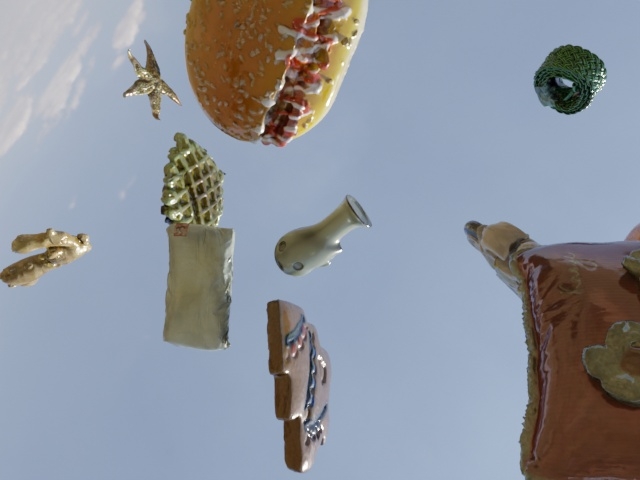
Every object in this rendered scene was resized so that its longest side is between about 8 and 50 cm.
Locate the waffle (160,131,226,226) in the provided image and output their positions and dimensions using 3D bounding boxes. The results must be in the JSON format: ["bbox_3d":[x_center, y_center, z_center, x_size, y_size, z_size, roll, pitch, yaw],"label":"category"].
[{"bbox_3d":[-0.266,-0.104,1.085,0.054,0.214,0.207,5,-105,21],"label":"waffle"}]

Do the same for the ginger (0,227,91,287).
[{"bbox_3d":[-0.511,0.036,0.951,0.193,0.177,0.052,117,-43,-70],"label":"ginger"}]

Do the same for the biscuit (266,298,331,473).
[{"bbox_3d":[-0.032,0.229,0.877,0.043,0.301,0.278,-8,-150,15],"label":"biscuit"}]

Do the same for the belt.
[{"bbox_3d":[0.489,-0.317,1.001,0.121,0.151,0.079,32,-99,25],"label":"belt"}]

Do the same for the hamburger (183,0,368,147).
[{"bbox_3d":[-0.063,-0.271,0.656,0.151,0.227,0.295,-48,164,-54],"label":"hamburger"}]

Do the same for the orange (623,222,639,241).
[{"bbox_3d":[0.756,0.055,1.067,0.246,0.246,0.246,-25,-130,34],"label":"orange"}]

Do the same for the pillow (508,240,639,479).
[{"bbox_3d":[0.200,0.055,0.291,0.172,0.075,0.179,-5,-141,21],"label":"pillow"}]

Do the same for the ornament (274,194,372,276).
[{"bbox_3d":[0.000,0.000,0.783,0.156,0.081,0.074,-36,-164,17],"label":"ornament"}]

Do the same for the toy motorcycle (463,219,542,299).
[{"bbox_3d":[0.439,0.068,1.064,0.108,0.223,0.340,-43,-102,-4],"label":"toy motorcycle"}]

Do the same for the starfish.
[{"bbox_3d":[-0.193,-0.185,0.594,0.016,0.086,0.092,-5,-92,25],"label":"starfish"}]

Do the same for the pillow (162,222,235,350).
[{"bbox_3d":[-0.221,0.083,0.927,0.128,0.051,0.229,1,-94,6],"label":"pillow"}]
